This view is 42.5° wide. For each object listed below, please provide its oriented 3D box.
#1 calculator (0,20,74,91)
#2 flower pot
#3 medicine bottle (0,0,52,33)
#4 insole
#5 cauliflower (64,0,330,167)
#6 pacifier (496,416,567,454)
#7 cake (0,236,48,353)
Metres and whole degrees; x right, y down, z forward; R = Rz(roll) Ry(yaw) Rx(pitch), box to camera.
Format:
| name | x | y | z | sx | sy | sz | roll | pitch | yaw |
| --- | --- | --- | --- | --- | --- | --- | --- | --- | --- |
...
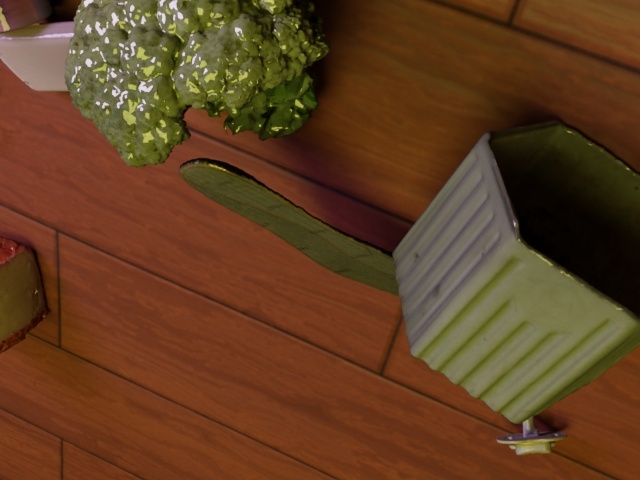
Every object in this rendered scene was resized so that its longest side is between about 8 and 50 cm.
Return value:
| name | x | y | z | sx | sy | sz | roll | pitch | yaw |
| --- | --- | --- | --- | --- | --- | --- | --- | --- | --- |
| calculator | -0.299 | -0.209 | 0.946 | 0.175 | 0.032 | 0.100 | 4 | 152 | 24 |
| flower pot | 0.205 | 0.027 | 0.769 | 0.239 | 0.209 | 0.189 | 32 | 132 | 0 |
| medicine bottle | -0.355 | -0.322 | 0.872 | 0.119 | 0.094 | 0.187 | 3 | 124 | 27 |
| insole | 0.000 | 0.000 | 0.882 | 0.348 | 0.009 | 0.119 | 30 | 155 | -32 |
| cauliflower | -0.100 | -0.186 | 0.798 | 0.272 | 0.275 | 0.250 | -47 | 134 | 17 |
| pacifier | 0.255 | 0.226 | 1.000 | 0.083 | 0.068 | 0.064 | -6 | 87 | 11 |
| cake | -0.530 | 0.041 | 1.258 | 0.262 | 0.160 | 0.158 | 45 | 143 | 39 |
